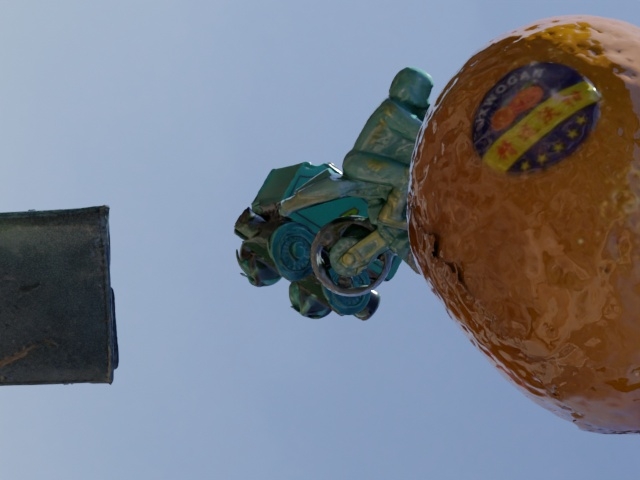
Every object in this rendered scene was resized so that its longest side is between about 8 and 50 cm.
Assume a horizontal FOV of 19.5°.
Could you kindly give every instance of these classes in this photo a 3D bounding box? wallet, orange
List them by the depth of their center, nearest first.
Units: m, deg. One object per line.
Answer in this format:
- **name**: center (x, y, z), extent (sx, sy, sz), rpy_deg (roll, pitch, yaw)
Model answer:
- **orange**: center (0.145, -0.010, 0.944), extent (0.219, 0.193, 0.219), rpy_deg (56, -5, 8)
- **wallet**: center (-0.383, 0.058, 1.750), extent (0.046, 0.379, 0.190), rpy_deg (-101, -170, -61)

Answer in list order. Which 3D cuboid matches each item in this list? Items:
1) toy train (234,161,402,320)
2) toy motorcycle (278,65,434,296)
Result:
- **toy train**: center (0.000, 0.000, 2.106), extent (0.154, 0.198, 0.107), rpy_deg (-61, -159, -18)
- **toy motorcycle**: center (0.102, -0.068, 1.866), extent (0.198, 0.296, 0.109), rpy_deg (58, 9, -4)
